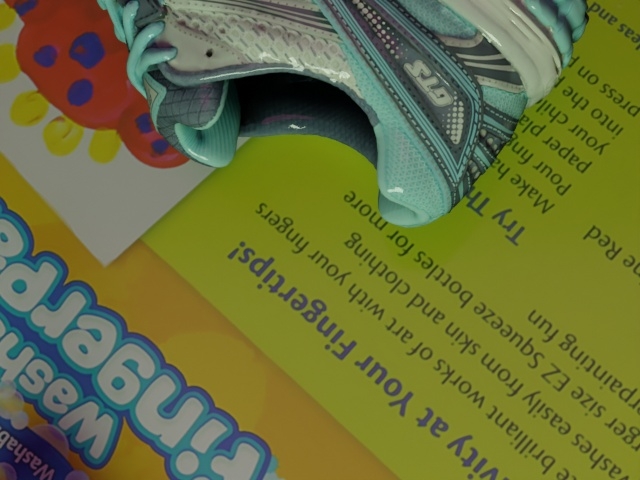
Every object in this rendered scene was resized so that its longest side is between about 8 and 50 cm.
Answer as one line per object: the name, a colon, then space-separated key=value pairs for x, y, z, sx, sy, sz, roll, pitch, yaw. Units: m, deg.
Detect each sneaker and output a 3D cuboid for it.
sneaker: x=-0.048 y=-0.102 z=0.460 sx=0.283 sy=0.110 sz=0.122 roll=27 pitch=83 yaw=13

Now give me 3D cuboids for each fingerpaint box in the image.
fingerpaint box: x=0.000 y=0.000 z=0.568 sx=0.445 sy=0.163 sz=0.371 roll=41 pitch=83 yaw=15
